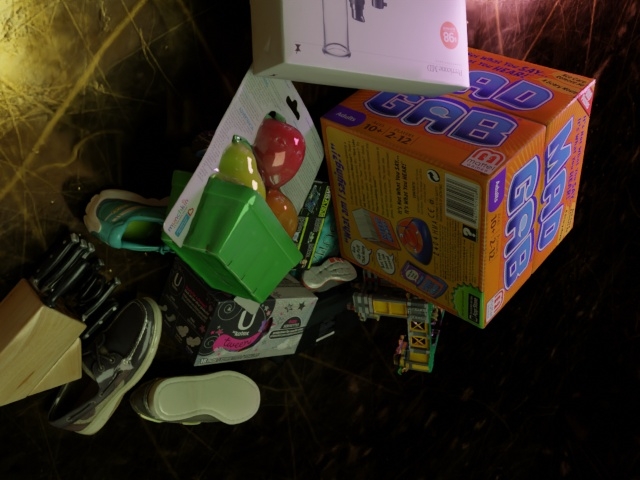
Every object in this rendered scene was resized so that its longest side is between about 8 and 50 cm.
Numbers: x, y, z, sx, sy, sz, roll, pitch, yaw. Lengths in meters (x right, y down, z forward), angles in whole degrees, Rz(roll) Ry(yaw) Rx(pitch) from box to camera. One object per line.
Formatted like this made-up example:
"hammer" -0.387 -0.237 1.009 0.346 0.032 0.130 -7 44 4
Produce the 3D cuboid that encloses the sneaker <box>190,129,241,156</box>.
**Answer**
"sneaker" -0.153 -0.144 1.204 0.162 0.063 0.073 0 121 -44

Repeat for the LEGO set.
"LEGO set" 0.176 0.127 1.583 0.254 0.192 0.331 77 26 -45

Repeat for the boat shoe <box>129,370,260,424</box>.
"boat shoe" -0.249 0.323 1.430 0.305 0.091 0.109 16 69 -51

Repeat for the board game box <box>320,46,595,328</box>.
"board game box" 0.265 -0.126 1.362 0.356 0.356 0.356 -41 140 -30

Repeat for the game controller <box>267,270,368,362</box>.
"game controller" 0.009 0.175 1.612 0.319 0.067 0.166 -20 145 -33

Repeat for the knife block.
"knife block" -0.453 0.122 1.081 0.276 0.088 0.242 -16 127 -37

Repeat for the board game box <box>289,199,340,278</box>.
"board game box" 0.000 0.000 1.489 0.126 0.026 0.186 17 105 -49

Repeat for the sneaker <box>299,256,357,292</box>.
"sneaker" 0.008 0.081 1.506 0.158 0.061 0.065 -7 150 -41

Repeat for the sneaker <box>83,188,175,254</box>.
"sneaker" -0.255 -0.012 1.162 0.275 0.110 0.107 2 116 -46

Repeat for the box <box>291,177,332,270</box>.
"box" -0.069 -0.035 1.344 0.184 0.045 0.190 1 109 -50

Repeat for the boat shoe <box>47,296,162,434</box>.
"boat shoe" -0.379 0.222 1.219 0.285 0.103 0.092 -55 146 11

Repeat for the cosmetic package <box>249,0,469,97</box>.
"cosmetic package" 0.070 -0.386 1.092 0.378 0.097 0.284 -3 92 -36

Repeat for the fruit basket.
"fruit basket" -0.110 -0.095 1.133 0.327 0.166 0.352 57 46 -58

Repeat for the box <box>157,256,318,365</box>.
"box" -0.156 0.126 1.317 0.247 0.163 0.142 1 118 -46
